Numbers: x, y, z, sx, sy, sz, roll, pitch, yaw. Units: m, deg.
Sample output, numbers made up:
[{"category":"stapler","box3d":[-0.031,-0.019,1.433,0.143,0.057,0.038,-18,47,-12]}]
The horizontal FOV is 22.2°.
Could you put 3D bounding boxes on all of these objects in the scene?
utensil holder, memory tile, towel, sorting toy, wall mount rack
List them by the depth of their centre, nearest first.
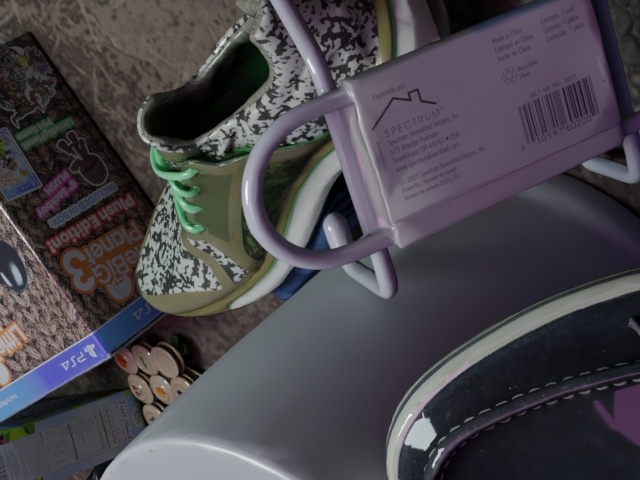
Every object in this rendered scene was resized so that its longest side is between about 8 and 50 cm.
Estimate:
[{"category":"wall mount rack","box3d":[0.076,-0.140,1.084,0.130,0.350,0.304,35,147,64]},{"category":"utensil holder","box3d":[0.071,0.170,1.193,0.328,0.385,0.327,20,129,27]},{"category":"towel","box3d":[0.000,0.000,1.366,0.029,0.067,0.119,43,136,5]},{"category":"sorting toy","box3d":[-0.133,0.131,1.601,0.062,0.012,0.083,32,137,25]},{"category":"memory tile","box3d":[-0.149,0.163,1.620,0.113,0.012,0.148,-2,119,48]}]

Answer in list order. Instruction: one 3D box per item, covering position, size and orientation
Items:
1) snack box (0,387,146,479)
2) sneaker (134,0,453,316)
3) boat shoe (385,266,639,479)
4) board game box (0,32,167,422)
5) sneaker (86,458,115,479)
[{"category":"snack box","box3d":[-0.307,0.211,1.651,0.174,0.207,0.070,-11,95,44]},{"category":"sneaker","box3d":[-0.078,-0.080,1.266,0.410,0.182,0.158,-50,50,42]},{"category":"boat shoe","box3d":[0.271,0.115,0.864,0.500,0.156,0.186,-4,121,17]},{"category":"board game box","box3d":[-0.294,-0.006,1.548,0.232,0.141,0.291,-31,96,46]},{"category":"sneaker","box3d":[-0.174,0.271,1.685,0.094,0.081,0.208,45,154,-29]}]
